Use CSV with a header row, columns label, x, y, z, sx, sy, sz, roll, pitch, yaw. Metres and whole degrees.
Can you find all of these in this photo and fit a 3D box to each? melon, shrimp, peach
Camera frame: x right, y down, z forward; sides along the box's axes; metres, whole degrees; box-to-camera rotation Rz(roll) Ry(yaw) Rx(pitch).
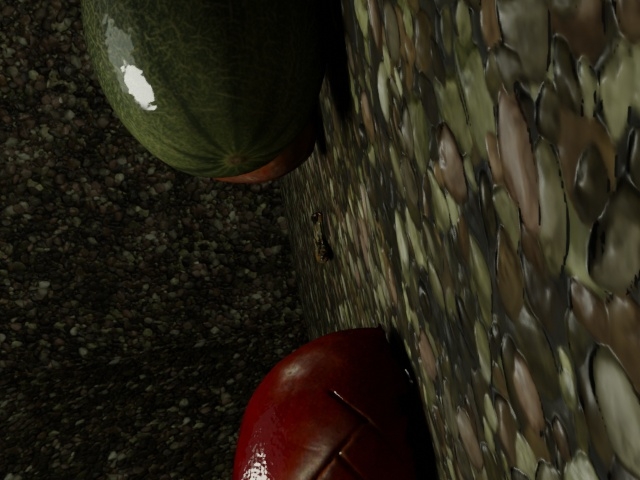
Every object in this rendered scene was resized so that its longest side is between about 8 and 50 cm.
label,x,y,z,sx,sy,sz,roll,pitch,yaw
melon,-0.109,-0.212,0.740,0.237,0.238,0.301,94,164,-75
shrimp,0.000,0.000,1.264,0.127,0.025,0.091,-107,8,-79
peach,0.028,0.192,0.695,0.196,0.226,0.190,17,161,48

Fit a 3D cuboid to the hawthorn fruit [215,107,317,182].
label,x,y,z,sx,sy,sz,roll,pitch,yaw
hawthorn fruit,-0.129,-0.167,1.032,0.199,0.251,0.199,-11,-90,-80
